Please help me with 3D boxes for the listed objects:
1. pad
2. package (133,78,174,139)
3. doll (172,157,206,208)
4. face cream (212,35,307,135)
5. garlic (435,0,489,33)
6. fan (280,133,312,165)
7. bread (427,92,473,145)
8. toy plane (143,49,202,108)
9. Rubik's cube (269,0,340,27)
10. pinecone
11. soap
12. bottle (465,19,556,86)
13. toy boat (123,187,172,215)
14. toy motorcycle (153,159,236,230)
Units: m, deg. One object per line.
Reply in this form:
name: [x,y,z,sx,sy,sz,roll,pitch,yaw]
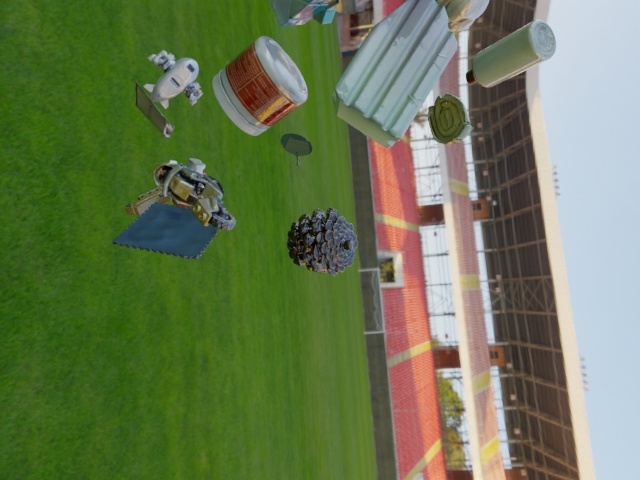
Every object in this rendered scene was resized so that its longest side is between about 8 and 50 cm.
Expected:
pad: [-0.451,-0.038,1.334,0.269,0.269,0.012,-69,168,-57]
package: [-0.732,-0.572,1.895,0.204,0.062,0.251,48,-20,-2]
doll: [-0.508,-0.168,1.672,0.161,0.130,0.290,39,-60,41]
face cream: [-0.162,-0.423,1.191,0.201,0.187,0.201,45,28,-32]
garlic: [0.441,-0.790,1.479,0.281,0.203,0.185,39,4,41]
fan: [-0.083,-0.312,1.503,0.175,0.113,0.005,91,14,-64]
bread: [0.388,-0.368,1.308,0.064,0.117,0.156,-11,86,-52]
toy plane: [-0.599,-0.650,1.759,0.117,0.245,0.244,-120,-163,-54]
Rubik's cube: [-0.046,-0.793,1.358,0.213,0.265,0.224,-36,107,-45]
pinecone: [0.000,0.000,1.456,0.224,0.272,0.224,-12,107,-42]
soap: [0.193,-0.441,1.103,0.347,0.208,0.115,-58,-174,-3]
bottle: [0.496,-0.488,1.171,0.245,0.104,0.104,-10,-96,63]
toy boat: [-0.678,-0.158,1.713,0.077,0.200,0.057,34,-35,36]
toy motorcycle: [-0.274,-0.098,0.916,0.130,0.094,0.229,17,25,-53]
